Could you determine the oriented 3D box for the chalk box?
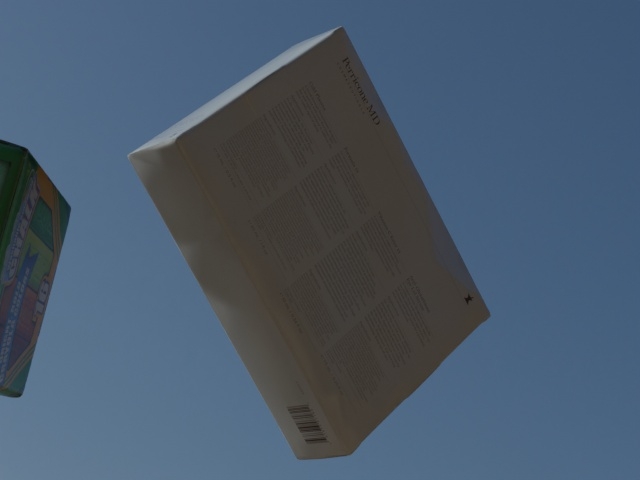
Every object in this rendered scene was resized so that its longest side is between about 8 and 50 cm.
[{"bbox_3d":[-0.316,0.007,1.159,0.179,0.180,0.289,14,-9,1],"label":"chalk box"}]

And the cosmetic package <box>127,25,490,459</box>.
[{"bbox_3d":[0.000,0.000,1.614,0.097,0.284,0.377,-13,-71,49],"label":"cosmetic package"}]
